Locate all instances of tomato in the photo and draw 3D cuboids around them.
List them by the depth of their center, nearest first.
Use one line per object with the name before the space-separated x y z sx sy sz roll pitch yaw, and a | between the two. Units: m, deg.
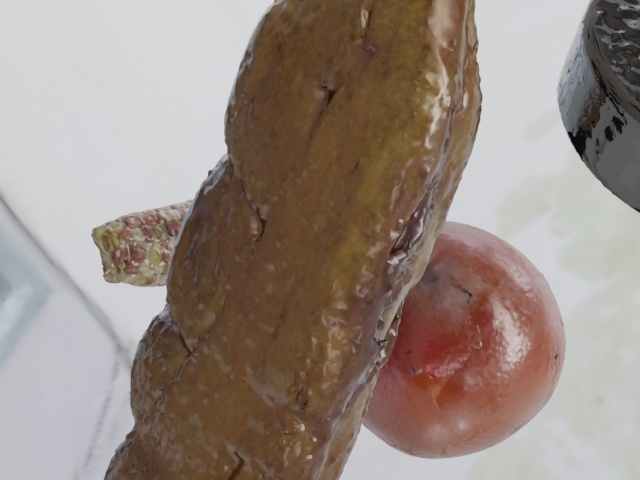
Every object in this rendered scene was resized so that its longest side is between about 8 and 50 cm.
tomato | 0.103 0.083 1.231 0.208 0.184 0.208 -13 -117 27

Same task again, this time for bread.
bread | -0.002 -0.001 0.588 0.124 0.084 0.344 32 -73 40

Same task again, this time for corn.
corn | -0.073 -0.002 1.132 0.237 0.079 0.079 -6 -175 -36

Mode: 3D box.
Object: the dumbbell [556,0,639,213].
dumbbell | 0.273 -0.166 0.792 0.203 0.204 0.322 -56 168 -39
